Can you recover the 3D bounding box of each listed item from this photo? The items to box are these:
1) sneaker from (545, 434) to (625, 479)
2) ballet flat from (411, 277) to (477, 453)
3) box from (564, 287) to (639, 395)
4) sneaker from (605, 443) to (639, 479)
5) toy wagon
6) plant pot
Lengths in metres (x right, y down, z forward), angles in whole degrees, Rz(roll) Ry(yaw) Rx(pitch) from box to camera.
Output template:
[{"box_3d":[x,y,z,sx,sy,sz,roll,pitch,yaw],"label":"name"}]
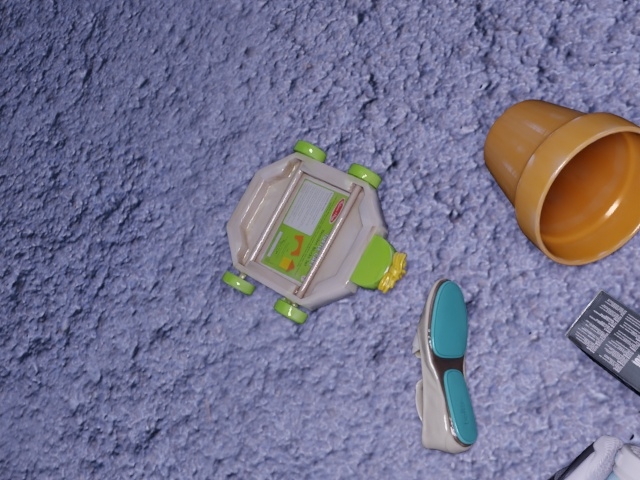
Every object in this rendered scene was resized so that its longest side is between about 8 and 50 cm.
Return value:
[{"box_3d":[0.266,0.338,1.236,0.268,0.101,0.153,-49,37,-14],"label":"sneaker"},{"box_3d":[0.165,0.179,1.376,0.086,0.086,0.248,-12,67,26],"label":"ballet flat"},{"box_3d":[0.411,0.156,1.195,0.180,0.147,0.077,40,93,34],"label":"box"},{"box_3d":[0.475,0.386,1.092,0.366,0.135,0.150,33,104,35],"label":"sneaker"},{"box_3d":[0.000,0.000,1.543,0.344,0.068,0.267,26,86,34],"label":"toy wagon"},{"box_3d":[0.327,-0.100,1.326,0.205,0.205,0.188,-47,40,7],"label":"plant pot"}]
